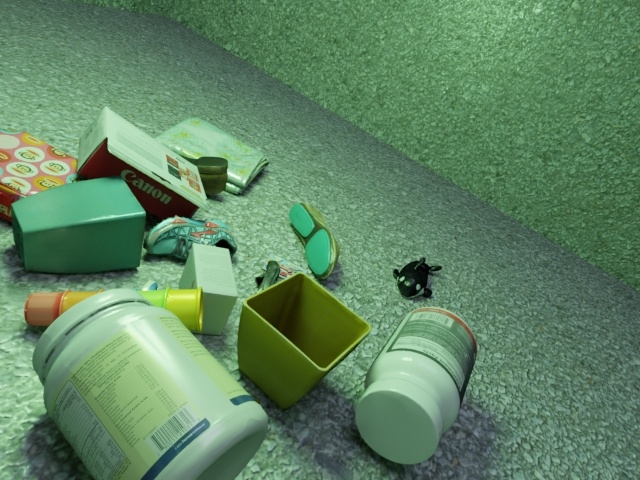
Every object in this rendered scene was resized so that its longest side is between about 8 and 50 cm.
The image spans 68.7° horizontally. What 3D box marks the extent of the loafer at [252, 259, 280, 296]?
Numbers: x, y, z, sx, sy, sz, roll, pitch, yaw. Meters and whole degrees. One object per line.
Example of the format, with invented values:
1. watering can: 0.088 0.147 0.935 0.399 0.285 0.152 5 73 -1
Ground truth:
1. loafer: -0.146 0.105 1.266 0.061 0.062 0.170 15 29 -12

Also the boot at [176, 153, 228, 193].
1. boot: -0.452 -0.212 1.512 0.306 0.115 0.112 6 35 1

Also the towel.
1. towel: -0.399 -0.325 1.740 0.375 0.090 0.320 25 27 -2

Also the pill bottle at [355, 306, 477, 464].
1. pill bottle: 0.224 0.314 1.070 0.210 0.210 0.363 34 30 14

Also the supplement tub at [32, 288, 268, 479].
1. supplement tub: -0.267 0.252 0.732 0.325 0.235 0.236 39 31 22

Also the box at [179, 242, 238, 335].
1. box: -0.263 0.111 1.082 0.091 0.130 0.170 12 32 -27

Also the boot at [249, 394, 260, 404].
1. boot: -0.179 0.320 0.902 0.114 0.037 0.106 27 15 -6

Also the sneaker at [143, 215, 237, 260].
1. sneaker: -0.328 0.007 1.232 0.262 0.104 0.125 -8 45 -46

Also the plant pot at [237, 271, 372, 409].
1. plant pot: -0.055 0.226 1.005 0.212 0.187 0.212 36 30 19

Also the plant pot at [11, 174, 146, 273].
1. plant pot: -0.547 -0.026 1.054 0.235 0.165 0.165 -13 47 -39

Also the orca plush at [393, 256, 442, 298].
1. orca plush: 0.359 0.109 1.636 0.287 0.102 0.151 -10 45 -49

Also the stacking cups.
1. stacking cups: -0.391 0.136 0.903 0.317 0.095 0.096 1 34 -12

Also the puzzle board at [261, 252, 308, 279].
1. puzzle board: -0.103 0.085 1.386 0.128 0.011 0.096 26 28 -3

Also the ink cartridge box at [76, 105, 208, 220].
1. ink cartridge box: -0.475 -0.176 1.264 0.310 0.130 0.271 35 16 -39

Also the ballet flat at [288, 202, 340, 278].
1. ballet flat: 0.000 0.000 1.519 0.123 0.123 0.348 8 33 -31

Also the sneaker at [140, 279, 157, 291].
1. sneaker: -0.355 0.152 1.008 0.085 0.058 0.152 15 34 -9

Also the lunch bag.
1. lunch bag: -0.742 -0.152 1.130 0.293 0.120 0.258 28 29 1
